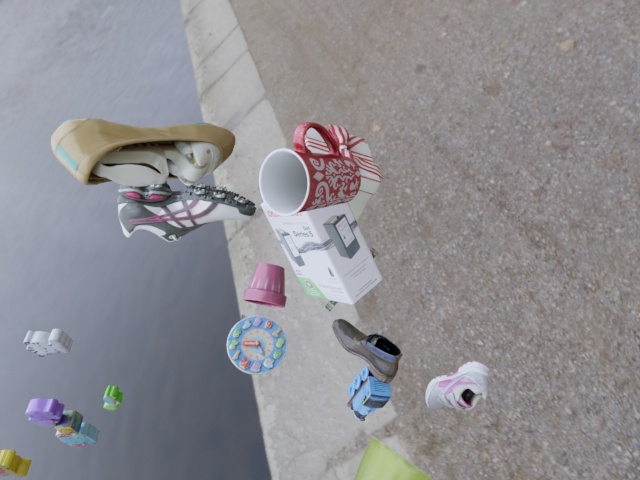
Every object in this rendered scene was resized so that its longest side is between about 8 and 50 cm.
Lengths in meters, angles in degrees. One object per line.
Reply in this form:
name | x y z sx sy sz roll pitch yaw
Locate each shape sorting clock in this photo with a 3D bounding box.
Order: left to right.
shape sorting clock | -0.216 0.354 1.636 0.040 0.206 0.206 109 173 -63

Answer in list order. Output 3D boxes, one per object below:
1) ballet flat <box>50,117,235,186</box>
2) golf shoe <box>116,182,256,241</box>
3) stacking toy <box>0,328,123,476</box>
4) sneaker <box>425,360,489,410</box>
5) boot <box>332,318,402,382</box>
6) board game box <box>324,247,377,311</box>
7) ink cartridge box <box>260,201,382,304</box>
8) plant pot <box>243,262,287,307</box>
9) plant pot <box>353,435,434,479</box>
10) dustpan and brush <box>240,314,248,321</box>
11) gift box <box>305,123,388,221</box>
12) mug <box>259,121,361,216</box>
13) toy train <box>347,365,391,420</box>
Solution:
ballet flat | -0.179 -0.091 0.550 0.073 0.232 0.080 51 126 21
golf shoe | -0.270 -0.058 0.979 0.105 0.272 0.120 -113 30 -73
stacking toy | -0.336 0.240 0.622 0.052 0.221 0.167 -6 47 5
sneaker | 0.430 0.487 1.524 0.252 0.103 0.111 -48 18 35
boot | 0.125 0.260 1.250 0.219 0.082 0.106 41 137 23
board game box | 0.101 0.137 1.625 0.136 0.030 0.260 -52 -3 -38
ink cartridge box | 0.000 0.000 1.132 0.114 0.273 0.198 -36 20 -28
plant pot | -0.245 0.205 2.217 0.201 0.201 0.180 -1 73 41
plant pot | 0.182 0.763 1.348 0.274 0.275 0.294 19 66 47
dustpan and brush | -0.294 0.446 2.198 0.060 0.211 0.147 -46 26 29
gift box | 0.044 -0.196 1.473 0.255 0.276 0.258 -104 31 -46
mug | -0.001 -0.118 0.846 0.113 0.169 0.150 49 123 23
toy train | 0.130 0.422 1.319 0.105 0.080 0.184 -90 19 -46
